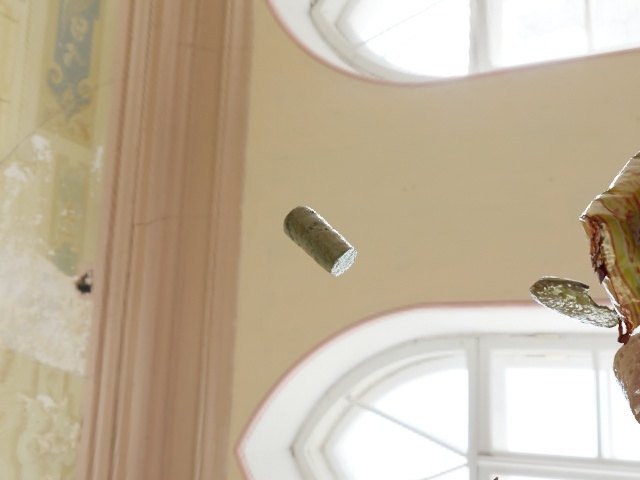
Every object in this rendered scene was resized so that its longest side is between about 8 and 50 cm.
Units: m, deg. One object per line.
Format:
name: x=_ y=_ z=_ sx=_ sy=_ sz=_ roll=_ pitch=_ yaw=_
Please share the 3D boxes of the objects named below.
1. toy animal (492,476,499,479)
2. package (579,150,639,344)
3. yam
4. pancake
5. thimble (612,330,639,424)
toy animal: x=0.272 y=0.562 z=1.723 sx=0.184 sy=0.185 sz=0.104 roll=-65 pitch=-20 yaw=-15
package: x=0.487 y=-0.013 z=1.208 sx=0.288 sy=0.108 sz=0.223 roll=-39 pitch=-67 yaw=-24
yam: x=0.000 y=0.000 z=1.563 sx=0.078 sy=0.179 sz=0.078 roll=-23 pitch=-47 yaw=-28
pancake: x=0.621 y=0.154 z=1.958 sx=0.235 sy=0.212 sz=0.029 roll=35 pitch=-111 yaw=-23
thimble: x=0.561 y=0.217 z=1.247 sx=0.125 sy=0.189 sz=0.163 roll=-85 pitch=7 yaw=-68
